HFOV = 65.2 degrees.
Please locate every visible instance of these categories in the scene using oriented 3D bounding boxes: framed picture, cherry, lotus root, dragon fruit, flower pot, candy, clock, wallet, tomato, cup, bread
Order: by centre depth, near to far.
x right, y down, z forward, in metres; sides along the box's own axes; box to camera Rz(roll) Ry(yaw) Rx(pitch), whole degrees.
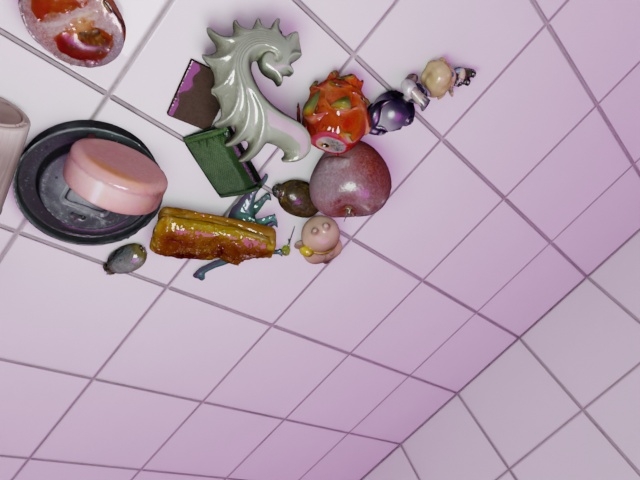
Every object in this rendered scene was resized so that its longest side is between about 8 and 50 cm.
[{"bbox_3d":[-0.562,-0.518,1.143,0.199,0.112,0.228,-20,133,0],"label":"tomato"},{"bbox_3d":[-0.865,-0.225,1.199,0.273,0.288,0.208,-55,164,19],"label":"cup"},{"bbox_3d":[-0.515,-0.166,1.259,0.255,0.255,0.094,17,116,-34],"label":"candy"},{"bbox_3d":[-0.168,-0.383,1.324,0.254,0.164,0.368,-8,105,-9],"label":"flower pot"},{"bbox_3d":[-0.337,-0.403,1.401,0.128,0.023,0.168,17,117,-35],"label":"framed picture"},{"bbox_3d":[-0.644,-0.156,1.415,0.386,0.076,0.386,-13,130,-15],"label":"clock"},{"bbox_3d":[0.043,-0.375,1.480,0.224,0.227,0.224,2,159,1],"label":"dragon fruit"},{"bbox_3d":[-0.290,-0.236,1.507,0.160,0.055,0.236,-12,129,19],"label":"wallet"},{"bbox_3d":[-0.332,0.007,1.571,0.380,0.109,0.185,10,136,-22],"label":"bread"},{"bbox_3d":[0.095,-0.196,1.597,0.261,0.308,0.221,-3,147,17],"label":"cherry"},{"bbox_3d":[-0.626,0.063,1.597,0.165,0.088,0.088,-26,133,8],"label":"lotus root"},{"bbox_3d":[-0.074,-0.141,1.675,0.209,0.120,0.120,17,117,-39],"label":"lotus root"},{"bbox_3d":[-0.114,0.001,1.826,0.035,0.035,0.123,15,111,-14],"label":"candy"}]

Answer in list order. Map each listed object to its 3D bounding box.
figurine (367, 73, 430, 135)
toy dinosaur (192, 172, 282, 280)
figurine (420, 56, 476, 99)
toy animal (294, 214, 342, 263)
[{"bbox_3d":[0.230,-0.412,1.580,0.145,0.145,0.222,20,132,-36],"label":"figurine"},{"bbox_3d":[-0.305,-0.032,1.672,0.330,0.129,0.384,-12,129,-5],"label":"toy dinosaur"},{"bbox_3d":[0.414,-0.519,1.618,0.196,0.108,0.114,-7,154,-29],"label":"figurine"},{"bbox_3d":[-0.003,0.000,1.753,0.165,0.149,0.248,-12,166,-8],"label":"toy animal"}]
